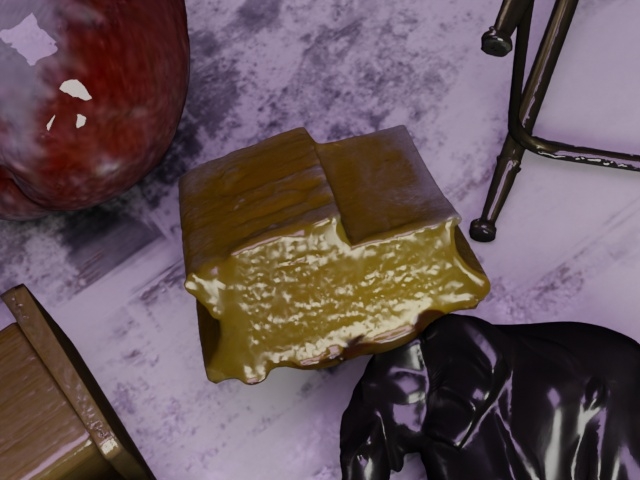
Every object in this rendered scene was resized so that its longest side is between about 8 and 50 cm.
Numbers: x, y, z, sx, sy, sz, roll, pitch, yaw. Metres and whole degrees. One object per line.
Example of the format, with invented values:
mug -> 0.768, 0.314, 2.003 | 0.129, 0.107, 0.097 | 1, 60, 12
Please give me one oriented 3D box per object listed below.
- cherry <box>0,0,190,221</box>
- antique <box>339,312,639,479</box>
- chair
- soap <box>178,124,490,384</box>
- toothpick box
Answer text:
cherry -> -0.287, -0.180, 1.604 | 0.326, 0.291, 0.335 | -13, 49, 8
antique -> 0.174, 0.189, 1.466 | 0.322, 0.185, 0.255 | -4, 74, 1
chair -> 0.353, -0.232, 1.543 | 0.361, 0.365, 0.410 | 8, 63, 8
soap -> 0.000, 0.000, 1.503 | 0.259, 0.281, 0.143 | -16, 110, -3
toothpick box -> -0.329, 0.221, 1.486 | 0.308, 0.187, 0.190 | -35, 70, -7
